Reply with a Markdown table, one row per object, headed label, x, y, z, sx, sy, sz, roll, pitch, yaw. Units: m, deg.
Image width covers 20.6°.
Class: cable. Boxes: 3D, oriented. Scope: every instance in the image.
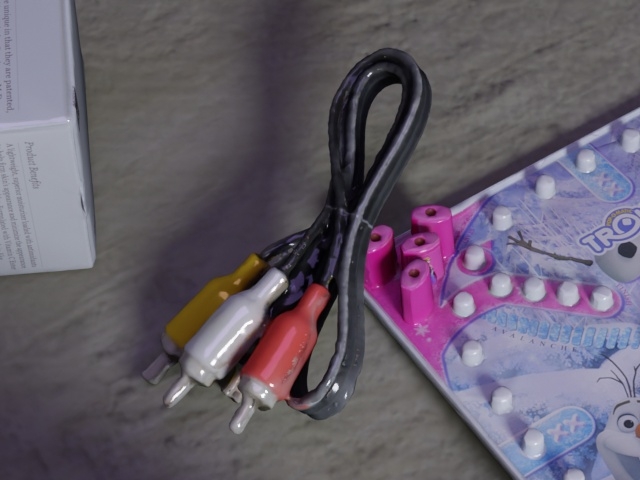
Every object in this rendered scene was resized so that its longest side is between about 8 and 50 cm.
| label | x | y | z | sx | sy | sz | roll | pitch | yaw |
| --- | --- | --- | --- | --- | --- | --- | --- | --- | --- |
| cable | 0.000 | 0.000 | 1.152 | 0.139 | 0.072 | 0.287 | 25 | 83 | 42 |

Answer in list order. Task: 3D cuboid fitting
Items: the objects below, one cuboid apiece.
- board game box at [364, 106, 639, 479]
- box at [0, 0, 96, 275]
| label | x | y | z | sx | sy | sz | roll | pitch | yaw |
| --- | --- | --- | --- | --- | --- | --- | --- | --- | --- |
| board game box | 0.279 | 0.042 | 1.148 | 0.390 | 0.050 | 0.390 | -28 | 53 | -16 |
| box | -0.219 | -0.095 | 1.183 | 0.119 | 0.181 | 0.182 | -5 | 59 | -5 |
